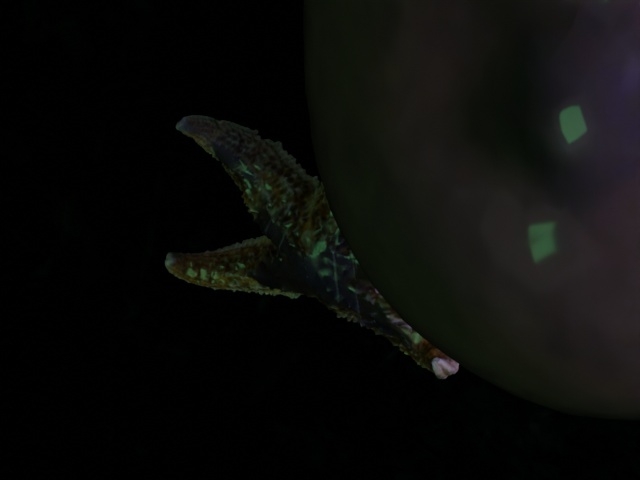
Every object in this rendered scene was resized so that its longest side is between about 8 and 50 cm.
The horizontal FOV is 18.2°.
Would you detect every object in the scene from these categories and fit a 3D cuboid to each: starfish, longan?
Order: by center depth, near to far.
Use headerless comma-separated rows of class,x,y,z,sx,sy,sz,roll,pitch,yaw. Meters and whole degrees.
longan,0.152,-0.103,0.842,0.361,0.361,0.361,23,134,26
starfish,0.000,-0.001,1.266,0.238,0.071,0.216,-17,104,36
